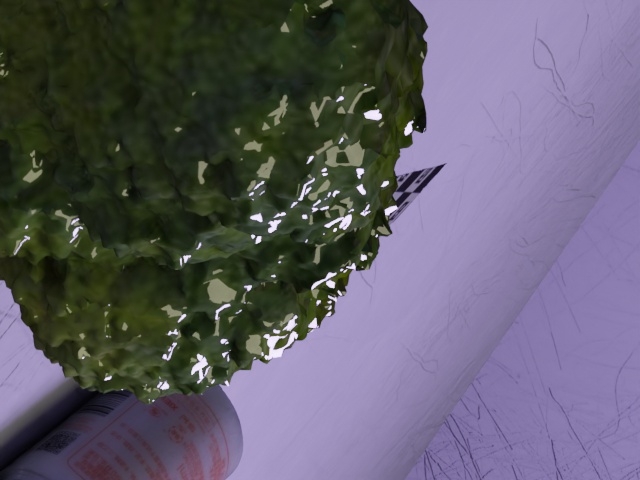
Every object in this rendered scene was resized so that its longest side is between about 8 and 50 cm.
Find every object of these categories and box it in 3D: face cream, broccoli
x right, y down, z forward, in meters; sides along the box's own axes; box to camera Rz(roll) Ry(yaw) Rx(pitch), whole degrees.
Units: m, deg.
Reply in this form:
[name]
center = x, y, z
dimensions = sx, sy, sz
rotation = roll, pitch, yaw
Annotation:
[face cream]
center = -0.158, 0.173, 1.133
dimensions = 0.251, 0.101, 0.101
rotation = -39, 163, -45
[broccoli]
center = -0.056, -0.115, 0.638
dimensions = 0.254, 0.186, 0.302
rotation = 97, -9, -61

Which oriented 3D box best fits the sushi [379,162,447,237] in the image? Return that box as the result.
[sushi]
center = 0.000, 0.000, 1.355
dimensions = 0.193, 0.040, 0.210
rotation = -48, 172, 18
